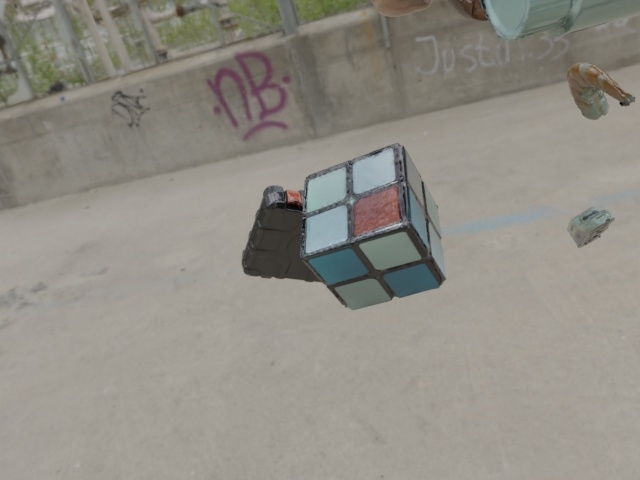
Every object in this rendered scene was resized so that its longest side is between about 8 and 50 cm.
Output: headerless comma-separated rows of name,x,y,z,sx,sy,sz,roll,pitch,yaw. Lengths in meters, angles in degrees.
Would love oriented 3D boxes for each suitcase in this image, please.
suitcase,0.000,0.000,1.180,0.285,0.206,0.066,7,40,-21

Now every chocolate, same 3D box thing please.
chocolate,0.304,-0.486,1.129,0.133,0.124,0.127,19,-17,-13

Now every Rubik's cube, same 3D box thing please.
Rubik's cube,0.085,-0.018,0.941,0.183,0.167,0.180,-17,47,24

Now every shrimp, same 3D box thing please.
shrimp,0.521,-0.261,1.078,0.049,0.161,0.166,-43,36,6

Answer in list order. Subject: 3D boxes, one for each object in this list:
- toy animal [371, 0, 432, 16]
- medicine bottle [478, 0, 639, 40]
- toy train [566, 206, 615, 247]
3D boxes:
toy animal,0.157,-0.609,1.250,0.229,0.221,0.210,30,80,10
medicine bottle,0.347,-0.330,0.653,0.318,0.158,0.158,-16,25,-1
toy train,0.478,-0.030,1.048,0.052,0.051,0.234,-34,-17,12
